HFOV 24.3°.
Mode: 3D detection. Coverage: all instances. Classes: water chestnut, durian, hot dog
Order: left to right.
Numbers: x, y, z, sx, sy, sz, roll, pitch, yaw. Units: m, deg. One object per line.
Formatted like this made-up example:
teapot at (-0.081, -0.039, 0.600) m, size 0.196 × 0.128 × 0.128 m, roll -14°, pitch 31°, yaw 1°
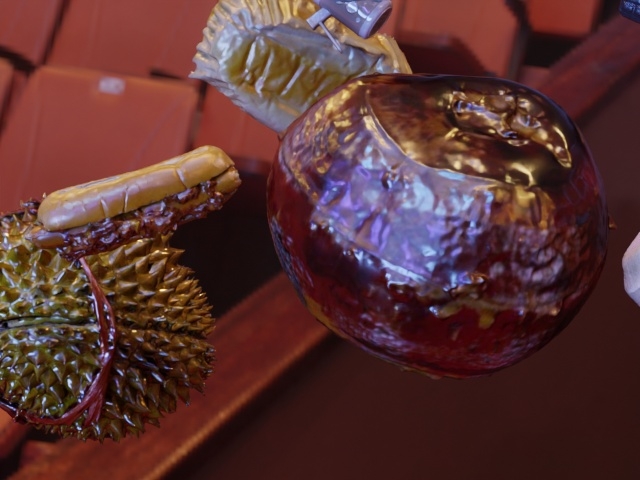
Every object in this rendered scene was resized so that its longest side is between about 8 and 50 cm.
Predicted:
durian at (-0.324, 0.101, 1.995) m, size 0.348 × 0.347 × 0.384 m, roll 9°, pitch -13°, yaw 30°
hot dog at (-0.208, -0.032, 1.660) m, size 0.249 × 0.076 × 0.102 m, roll -17°, pitch -27°, yaw -4°
water chestnut at (0.115, -0.002, 1.470) m, size 0.351 × 0.302 × 0.350 m, roll 9°, pitch 41°, yaw -8°

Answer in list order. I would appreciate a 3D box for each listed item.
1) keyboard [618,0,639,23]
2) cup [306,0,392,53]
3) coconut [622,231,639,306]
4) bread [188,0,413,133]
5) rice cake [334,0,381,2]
keyboard at (0.476, -0.314, 1.928) m, size 0.381 × 0.103 × 0.041 m, roll 27°, pitch 22°, yaw 34°
cup at (0.041, -0.337, 2.156) m, size 0.099 × 0.102 × 0.074 m, roll 39°, pitch -26°, yaw 10°
coconut at (0.549, 0.052, 2.082) m, size 0.234 × 0.224 × 0.224 m, roll 39°, pitch -2°, yaw -4°
bread at (-0.013, -0.286, 2.510) m, size 0.389 × 0.236 × 0.183 m, roll 28°, pitch 11°, yaw -17°
rice cake at (0.106, -0.292, 1.533) m, size 0.085 × 0.040 × 0.226 m, roll 3°, pitch 25°, yaw 45°
